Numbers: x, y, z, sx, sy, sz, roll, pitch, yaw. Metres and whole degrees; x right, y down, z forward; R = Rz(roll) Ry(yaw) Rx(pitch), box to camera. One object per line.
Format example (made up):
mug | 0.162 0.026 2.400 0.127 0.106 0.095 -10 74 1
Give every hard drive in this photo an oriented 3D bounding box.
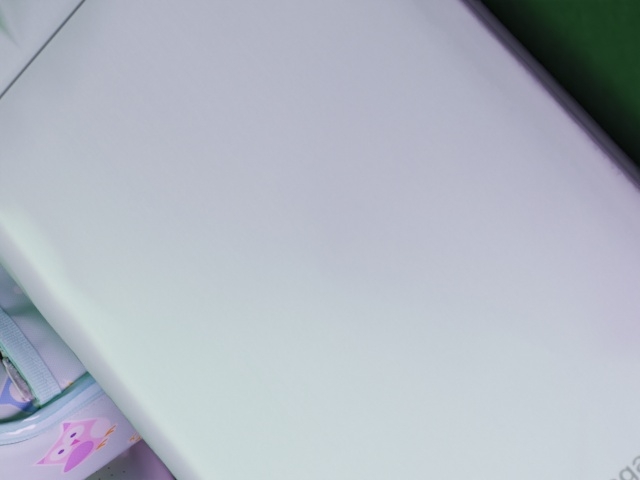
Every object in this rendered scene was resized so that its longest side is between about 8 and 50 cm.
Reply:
hard drive | 0.000 0.000 0.747 0.233 0.047 0.353 -46 77 18

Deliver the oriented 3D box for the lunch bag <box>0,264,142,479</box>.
lunch bag | -0.172 -0.006 0.891 0.279 0.224 0.108 43 142 20

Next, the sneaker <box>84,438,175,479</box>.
sneaker | -0.146 0.075 0.967 0.270 0.090 0.145 -134 28 -70
